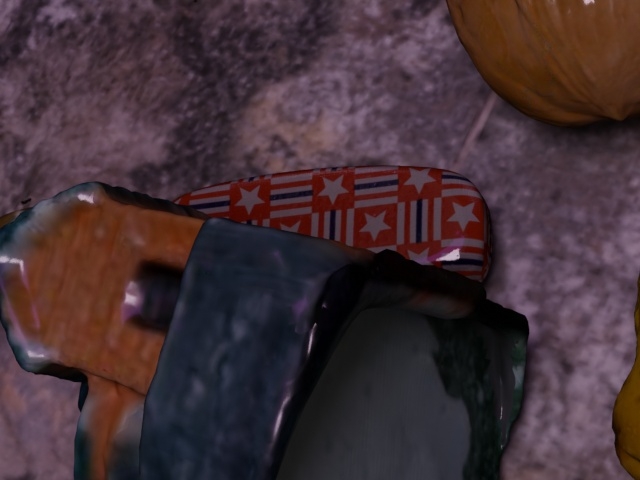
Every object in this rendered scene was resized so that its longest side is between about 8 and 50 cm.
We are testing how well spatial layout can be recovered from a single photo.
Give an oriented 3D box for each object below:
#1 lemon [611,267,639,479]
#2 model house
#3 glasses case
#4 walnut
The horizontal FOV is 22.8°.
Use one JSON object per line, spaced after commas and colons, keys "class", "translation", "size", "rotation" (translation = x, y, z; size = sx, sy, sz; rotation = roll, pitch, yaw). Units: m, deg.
{"class": "lemon", "translation": [0.267, 0.047, 0.648], "size": [0.284, 0.260, 0.260], "rotation": [-34, 61, 14]}
{"class": "model house", "translation": [-0.067, 0.067, 0.761], "size": [0.291, 0.253, 0.184], "rotation": [19, 91, 29]}
{"class": "glasses case", "translation": [0.000, 0.000, 0.877], "size": [0.194, 0.049, 0.073], "rotation": [-4, 68, 18]}
{"class": "walnut", "translation": [0.141, -0.155, 0.837], "size": [0.159, 0.159, 0.207], "rotation": [-11, 65, 15]}
